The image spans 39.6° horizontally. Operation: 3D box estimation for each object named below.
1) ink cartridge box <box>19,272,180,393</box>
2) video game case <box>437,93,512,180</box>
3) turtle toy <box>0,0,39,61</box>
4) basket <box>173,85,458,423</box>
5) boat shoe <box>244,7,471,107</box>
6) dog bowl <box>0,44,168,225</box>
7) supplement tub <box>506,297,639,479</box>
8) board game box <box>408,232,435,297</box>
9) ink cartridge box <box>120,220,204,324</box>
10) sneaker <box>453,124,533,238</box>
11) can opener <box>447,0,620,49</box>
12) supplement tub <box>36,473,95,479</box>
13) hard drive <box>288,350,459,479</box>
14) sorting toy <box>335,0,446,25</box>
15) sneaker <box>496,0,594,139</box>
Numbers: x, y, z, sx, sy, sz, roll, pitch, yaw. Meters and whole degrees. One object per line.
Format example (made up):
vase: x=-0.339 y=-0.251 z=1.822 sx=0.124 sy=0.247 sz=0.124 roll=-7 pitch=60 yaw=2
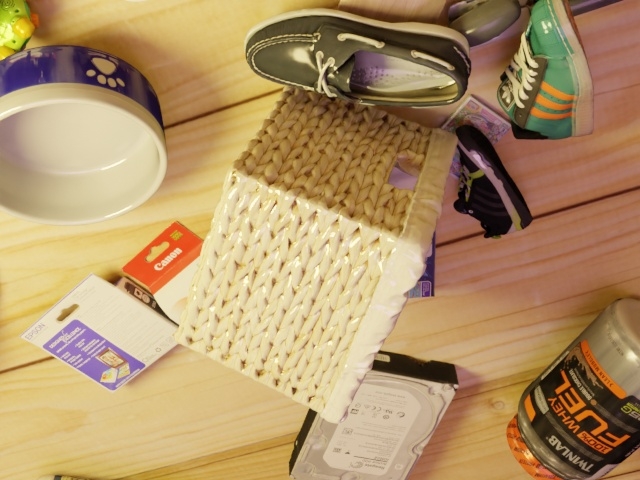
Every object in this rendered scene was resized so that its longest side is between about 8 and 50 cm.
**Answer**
ink cartridge box: x=-0.370 y=0.152 z=1.531 sx=0.206 sy=0.045 sz=0.208 roll=-37 pitch=122 yaw=23
video game case: x=0.217 y=-0.154 z=1.344 sx=0.087 sy=0.011 sz=0.122 roll=29 pitch=121 yaw=-23
turtle toy: x=-0.425 y=-0.279 z=1.180 sx=0.095 sy=0.066 sz=0.130 roll=44 pitch=117 yaw=-1
basket: x=0.000 y=0.000 z=1.228 sx=0.267 sy=0.328 sz=0.331 roll=24 pitch=125 yaw=1
boat shoe: x=0.044 y=-0.231 z=1.159 sx=0.303 sy=0.091 sz=0.114 roll=1 pitch=138 yaw=9
dog bowl: x=-0.347 y=-0.138 z=1.222 sx=0.265 sy=0.104 sz=0.264 roll=-9 pitch=146 yaw=-6
supplement tub: x=0.494 y=0.280 z=1.571 sx=0.207 sy=0.207 sz=0.338 roll=22 pitch=123 yaw=-19
board game box: x=0.120 y=0.012 z=1.453 sx=0.136 sy=0.035 sz=0.201 roll=-3 pitch=128 yaw=0
ink cartridge box: x=-0.219 y=0.067 z=1.475 sx=0.145 sy=0.045 sz=0.179 roll=-38 pitch=123 yaw=23
sneaker: x=0.243 y=-0.073 z=1.350 sx=0.097 sy=0.084 sz=0.234 roll=-27 pitch=131 yaw=17
can opener: x=0.305 y=-0.311 z=1.172 sx=0.284 sy=0.095 sz=0.076 roll=-15 pitch=128 yaw=17
supplement tub: x=-0.420 y=0.600 z=1.755 sx=0.325 sy=0.235 sz=0.235 roll=11 pitch=126 yaw=-11
hard drive: x=0.094 y=0.352 z=1.698 sx=0.237 sy=0.064 sz=0.338 roll=13 pitch=127 yaw=-12
sorting toy: x=0.091 y=-0.318 z=1.189 sx=0.132 sy=0.046 sz=0.274 roll=14 pitch=126 yaw=-13
sneaker: x=0.295 y=-0.212 z=1.190 sx=0.121 sy=0.108 sz=0.302 roll=-14 pitch=154 yaw=13
